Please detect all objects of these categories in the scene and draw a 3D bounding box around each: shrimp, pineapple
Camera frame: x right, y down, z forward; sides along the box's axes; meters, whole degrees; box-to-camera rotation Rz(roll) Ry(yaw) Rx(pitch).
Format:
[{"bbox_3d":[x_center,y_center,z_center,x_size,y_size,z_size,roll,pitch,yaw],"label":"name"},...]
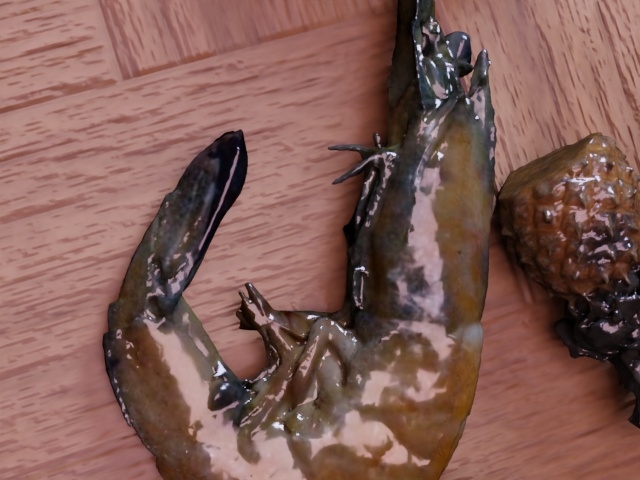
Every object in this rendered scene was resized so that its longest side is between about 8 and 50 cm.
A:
[{"bbox_3d":[0.000,0.000,0.867,0.272,0.085,0.445,14,89,-6],"label":"shrimp"},{"bbox_3d":[0.223,0.043,0.889,0.111,0.119,0.237,-30,95,1],"label":"pineapple"}]
